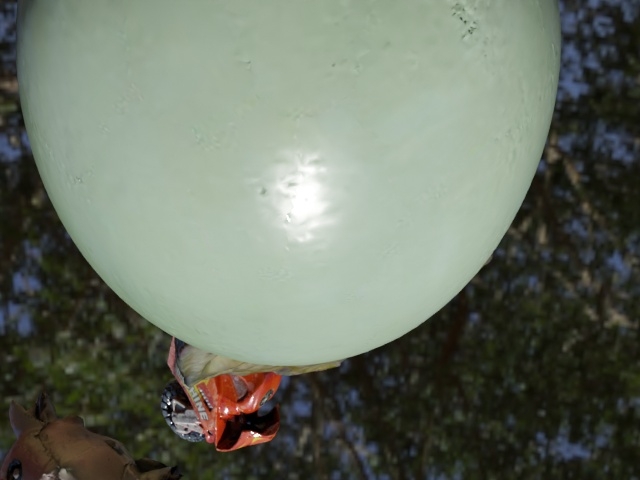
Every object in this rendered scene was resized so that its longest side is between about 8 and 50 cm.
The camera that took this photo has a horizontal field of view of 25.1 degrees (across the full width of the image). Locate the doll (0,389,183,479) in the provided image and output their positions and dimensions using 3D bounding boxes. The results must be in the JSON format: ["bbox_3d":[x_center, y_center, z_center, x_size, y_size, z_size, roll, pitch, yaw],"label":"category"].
[{"bbox_3d":[-0.188,0.212,1.056,0.149,0.192,0.095,33,-160,26],"label":"doll"}]

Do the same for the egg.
[{"bbox_3d":[-0.012,-0.063,0.550,0.202,0.283,0.203,-1,-119,1],"label":"egg"}]

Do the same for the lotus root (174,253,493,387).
[{"bbox_3d":[0.001,-0.005,1.021,0.210,0.314,0.142,2,-115,-38],"label":"lotus root"}]

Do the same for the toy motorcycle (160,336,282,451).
[{"bbox_3d":[-0.106,0.142,1.701,0.171,0.298,0.089,37,-140,26],"label":"toy motorcycle"}]
